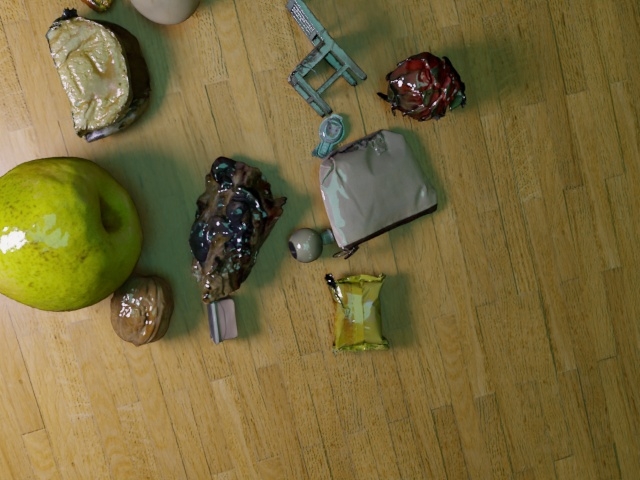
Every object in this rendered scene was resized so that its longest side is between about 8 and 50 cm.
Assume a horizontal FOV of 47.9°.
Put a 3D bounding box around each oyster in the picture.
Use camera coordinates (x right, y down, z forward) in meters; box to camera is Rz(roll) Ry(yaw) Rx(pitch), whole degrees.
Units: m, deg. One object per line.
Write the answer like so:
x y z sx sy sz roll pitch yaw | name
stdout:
-0.249 -0.027 1.796 0.221 0.096 0.361 27 87 15 | oyster

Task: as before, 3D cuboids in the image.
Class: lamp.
0.000 0.000 1.871 0.163 0.091 0.091 -19 98 -20 | lamp

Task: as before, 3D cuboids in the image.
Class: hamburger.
-0.522 -0.404 1.728 0.211 0.132 0.309 -14 98 -6 | hamburger

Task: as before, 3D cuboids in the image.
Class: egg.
-0.377 -0.630 1.696 0.185 0.186 0.242 -20 97 -5 | egg

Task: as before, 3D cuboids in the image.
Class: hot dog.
-0.573 -0.620 1.742 0.165 0.045 0.071 40 88 -9 | hot dog

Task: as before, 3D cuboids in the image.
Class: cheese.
0.023 -0.268 1.867 0.067 0.026 0.121 20 94 -9 | cheese

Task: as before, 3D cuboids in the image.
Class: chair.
-0.030 -0.451 1.785 0.147 0.136 0.270 -44 101 -3 | chair

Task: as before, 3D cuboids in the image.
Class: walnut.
-0.445 0.175 1.793 0.155 0.155 0.184 8 97 -8 | walnut

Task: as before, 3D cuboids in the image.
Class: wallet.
0.137 -0.129 1.858 0.335 0.068 0.275 -25 101 -21 | wallet

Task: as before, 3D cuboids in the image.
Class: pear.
-0.621 -0.010 1.657 0.390 0.391 0.392 -1 96 -7 | pear

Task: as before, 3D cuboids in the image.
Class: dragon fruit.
0.261 -0.385 1.816 0.188 0.182 0.183 -8 97 -25 | dragon fruit

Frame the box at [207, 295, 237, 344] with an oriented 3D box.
-0.254 0.199 1.853 0.062 0.089 0.122 -6 97 -17 | box

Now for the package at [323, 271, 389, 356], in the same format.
0.096 0.192 1.894 0.168 0.090 0.227 -3 94 -4 | package

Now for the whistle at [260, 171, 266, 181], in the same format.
-0.155 -0.127 1.855 0.035 0.035 0.100 -1 98 -7 | whistle
